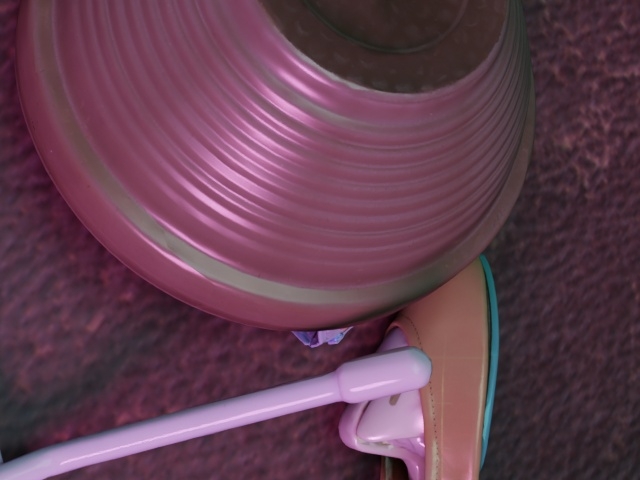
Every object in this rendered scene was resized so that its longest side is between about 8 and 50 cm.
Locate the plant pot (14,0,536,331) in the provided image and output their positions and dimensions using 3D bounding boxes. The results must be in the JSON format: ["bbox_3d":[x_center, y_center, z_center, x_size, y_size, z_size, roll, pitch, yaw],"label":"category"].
[{"bbox_3d":[0.001,-0.089,0.556,0.237,0.110,0.237,8,69,-21],"label":"plant pot"}]

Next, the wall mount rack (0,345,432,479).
[{"bbox_3d":[-0.082,0.191,0.518,0.304,0.130,0.350,-20,98,-29],"label":"wall mount rack"}]

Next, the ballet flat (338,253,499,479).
[{"bbox_3d":[0.041,0.114,0.625,0.073,0.080,0.232,3,84,-14],"label":"ballet flat"}]

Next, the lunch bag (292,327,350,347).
[{"bbox_3d":[0.000,0.000,0.619,0.071,0.053,0.083,-36,94,-28],"label":"lunch bag"}]
